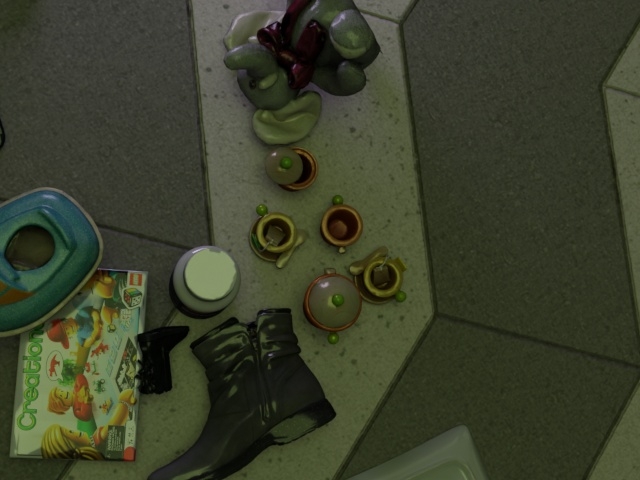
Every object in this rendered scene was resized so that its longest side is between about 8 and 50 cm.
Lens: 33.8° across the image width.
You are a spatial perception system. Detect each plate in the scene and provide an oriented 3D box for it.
[{"bbox_3d":[0.184,0.486,1.748,0.278,0.045,0.277,-22,86,-14],"label":"plate"}]

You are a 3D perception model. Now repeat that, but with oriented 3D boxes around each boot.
[{"bbox_3d":[-0.251,0.191,1.691,0.045,0.121,0.099,-4,94,29],"label":"boot"},{"bbox_3d":[-0.161,0.258,1.694,0.338,0.118,0.223,-25,83,-25],"label":"boot"}]

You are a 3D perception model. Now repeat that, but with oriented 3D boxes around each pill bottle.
[{"bbox_3d":[-0.183,0.065,1.674,0.108,0.180,0.108,2,80,-11],"label":"pill bottle"}]

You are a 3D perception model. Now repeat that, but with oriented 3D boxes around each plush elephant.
[{"bbox_3d":[-0.048,-0.316,1.743,0.255,0.330,0.272,-31,74,8],"label":"plush elephant"}]

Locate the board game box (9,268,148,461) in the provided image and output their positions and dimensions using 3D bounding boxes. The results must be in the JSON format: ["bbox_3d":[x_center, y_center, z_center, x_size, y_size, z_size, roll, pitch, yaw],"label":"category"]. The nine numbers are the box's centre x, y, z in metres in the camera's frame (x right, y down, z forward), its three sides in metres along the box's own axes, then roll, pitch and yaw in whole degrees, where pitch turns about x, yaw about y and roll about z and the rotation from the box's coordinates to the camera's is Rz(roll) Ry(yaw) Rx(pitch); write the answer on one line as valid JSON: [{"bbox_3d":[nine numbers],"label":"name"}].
[{"bbox_3d":[-0.381,0.195,1.678,0.193,0.053,0.305,4,80,-10],"label":"board game box"}]

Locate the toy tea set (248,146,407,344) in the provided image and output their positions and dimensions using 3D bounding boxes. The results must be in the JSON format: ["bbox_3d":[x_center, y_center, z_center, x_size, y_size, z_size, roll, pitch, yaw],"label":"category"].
[{"bbox_3d":[0.000,0.000,1.751,0.200,0.124,0.336,-38,90,-15],"label":"toy tea set"}]

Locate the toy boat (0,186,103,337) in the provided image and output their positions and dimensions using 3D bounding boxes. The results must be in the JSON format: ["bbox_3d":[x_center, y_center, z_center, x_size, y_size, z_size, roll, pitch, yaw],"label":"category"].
[{"bbox_3d":[-0.505,-0.010,1.590,0.267,0.148,0.318,-43,88,-12],"label":"toy boat"}]

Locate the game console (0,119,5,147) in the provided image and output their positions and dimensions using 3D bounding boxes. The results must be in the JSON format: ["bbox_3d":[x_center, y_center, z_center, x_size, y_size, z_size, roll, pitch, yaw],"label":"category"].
[{"bbox_3d":[-0.671,-0.246,1.640,0.293,0.250,0.173,-17,58,-14],"label":"game console"}]
